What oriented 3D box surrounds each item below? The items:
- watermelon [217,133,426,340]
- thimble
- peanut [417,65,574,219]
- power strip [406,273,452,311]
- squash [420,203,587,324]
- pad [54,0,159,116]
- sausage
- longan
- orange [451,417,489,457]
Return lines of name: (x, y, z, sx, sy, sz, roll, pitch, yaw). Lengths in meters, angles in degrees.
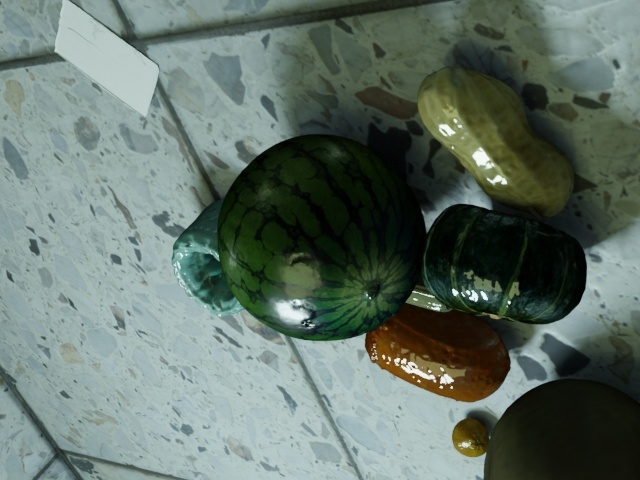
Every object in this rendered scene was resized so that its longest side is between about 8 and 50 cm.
watermelon: (0.000, 0.000, 1.662, 0.363, 0.363, 0.363, 23, 140, 21)
thimble: (-0.184, 0.042, 2.026, 0.198, 0.143, 0.235, 24, 142, 20)
peanut: (0.257, -0.142, 1.484, 0.290, 0.130, 0.130, 46, 143, -18)
power strip: (0.110, 0.050, 1.826, 0.388, 0.092, 0.066, 15, 139, 29)
squash: (0.277, 0.037, 1.553, 0.252, 0.165, 0.252, 12, 174, 1)
pad: (-0.408, -0.343, 1.938, 0.232, 0.004, 0.156, 36, 143, 5)
sausage: (0.211, 0.195, 1.836, 0.268, 0.153, 0.141, 21, 134, 21)
longan: (0.423, 0.403, 1.710, 0.361, 0.361, 0.361, 23, 140, 21)
orange: (0.299, 0.392, 2.025, 0.085, 0.085, 0.085, 23, 140, 21)
